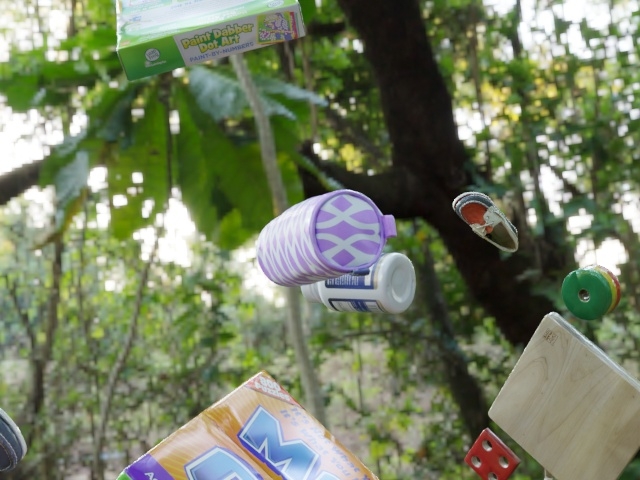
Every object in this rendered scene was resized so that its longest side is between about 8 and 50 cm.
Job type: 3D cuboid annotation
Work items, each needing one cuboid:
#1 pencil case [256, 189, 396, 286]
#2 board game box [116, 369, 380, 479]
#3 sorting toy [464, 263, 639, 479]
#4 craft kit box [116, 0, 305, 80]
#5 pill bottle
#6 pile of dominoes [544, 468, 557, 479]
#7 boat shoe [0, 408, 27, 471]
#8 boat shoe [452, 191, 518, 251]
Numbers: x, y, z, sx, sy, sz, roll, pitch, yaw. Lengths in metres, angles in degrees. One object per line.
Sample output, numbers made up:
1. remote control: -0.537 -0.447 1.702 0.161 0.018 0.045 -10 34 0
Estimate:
1. pencil case: 0.000 0.000 1.153 0.088 0.086 0.206 -14 0 -21
2. board game box: -0.107 0.436 1.298 0.356 0.356 0.356 -51 -9 21
3. sorting toy: 0.235 0.157 1.036 0.046 0.132 0.274 -17 -40 -45
4. craft kit box: -0.161 -0.328 1.590 0.250 0.061 0.247 -14 33 0
5. pill bottle: 0.056 0.066 1.770 0.169 0.094 0.094 0 -5 37
6. pile of dominoes: 0.266 0.259 1.217 0.040 0.251 0.196 1 -38 15
7. boat shoe: -0.485 0.227 1.458 0.095 0.079 0.254 -30 -61 14
8. boat shoe: 0.240 -0.025 1.621 0.049 0.043 0.137 -36 -44 21
